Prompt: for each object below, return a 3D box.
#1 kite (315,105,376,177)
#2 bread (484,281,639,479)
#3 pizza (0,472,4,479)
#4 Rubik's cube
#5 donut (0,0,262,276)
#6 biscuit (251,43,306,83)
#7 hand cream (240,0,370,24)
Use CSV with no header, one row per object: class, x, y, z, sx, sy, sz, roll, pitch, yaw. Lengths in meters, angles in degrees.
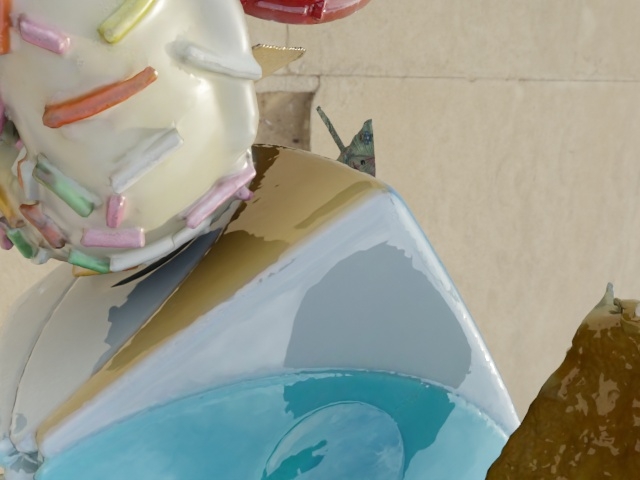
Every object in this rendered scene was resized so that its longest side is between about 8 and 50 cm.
kite,0.031,-0.130,0.904,0.005,0.152,0.137,-15,152,-52
bread,0.255,0.191,0.329,0.225,0.279,0.250,32,85,-30
pizza,-0.369,0.298,0.615,0.262,0.034,0.181,-18,134,0
Rubik's cube,-0.065,0.137,0.605,0.347,0.352,0.352,-36,118,-14
donut,-0.213,-0.128,0.403,0.142,0.382,0.383,-51,131,-33
biscuit,-0.157,-0.314,1.184,0.013,0.232,0.237,66,26,-3
hand cream,-0.025,-0.321,0.545,0.230,0.230,0.149,-45,171,-26
